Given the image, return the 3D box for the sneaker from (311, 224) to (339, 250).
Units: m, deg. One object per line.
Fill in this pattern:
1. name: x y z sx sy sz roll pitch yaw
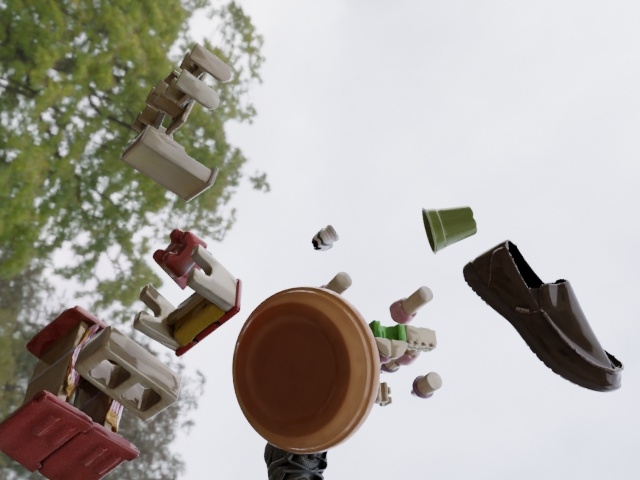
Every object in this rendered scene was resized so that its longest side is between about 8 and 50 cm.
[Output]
1. sneaker: 0.000 0.000 1.281 0.040 0.044 0.109 57 -12 7

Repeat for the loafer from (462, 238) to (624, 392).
1. loafer: 0.435 0.135 1.370 0.366 0.134 0.130 44 -65 20

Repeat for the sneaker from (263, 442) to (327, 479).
1. sneaker: -0.009 0.278 0.992 0.227 0.087 0.130 -58 -157 25

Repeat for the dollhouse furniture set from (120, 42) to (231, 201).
1. dollhouse furniture set: -0.271 -0.229 1.460 0.212 0.161 0.242 -25 -140 49

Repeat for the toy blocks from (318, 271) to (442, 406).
1. toy blocks: 0.098 0.271 1.683 0.260 0.289 0.309 -48 -142 50

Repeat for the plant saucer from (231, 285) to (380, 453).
1. plant saucer: -0.027 0.152 0.858 0.200 0.037 0.200 -4 -99 27

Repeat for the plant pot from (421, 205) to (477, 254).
1. plant pot: 0.221 -0.025 1.224 0.079 0.083 0.083 -14 -121 1

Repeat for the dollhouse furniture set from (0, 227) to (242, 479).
1. dollhouse furniture set: -0.234 0.141 0.942 0.374 0.152 0.201 -37 -153 17
